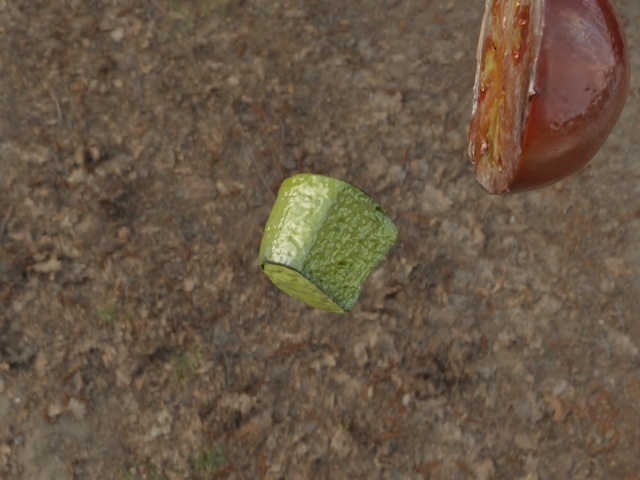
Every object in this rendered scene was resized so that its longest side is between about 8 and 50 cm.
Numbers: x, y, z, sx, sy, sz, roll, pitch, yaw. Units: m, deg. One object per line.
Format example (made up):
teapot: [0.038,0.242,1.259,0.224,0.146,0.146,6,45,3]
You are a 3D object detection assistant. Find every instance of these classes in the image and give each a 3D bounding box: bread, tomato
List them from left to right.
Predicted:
bread: [0.000,0.000,0.976,0.111,0.129,0.114,1,59,50]
tomato: [0.280,-0.204,1.180,0.144,0.338,0.338,3,49,-5]
